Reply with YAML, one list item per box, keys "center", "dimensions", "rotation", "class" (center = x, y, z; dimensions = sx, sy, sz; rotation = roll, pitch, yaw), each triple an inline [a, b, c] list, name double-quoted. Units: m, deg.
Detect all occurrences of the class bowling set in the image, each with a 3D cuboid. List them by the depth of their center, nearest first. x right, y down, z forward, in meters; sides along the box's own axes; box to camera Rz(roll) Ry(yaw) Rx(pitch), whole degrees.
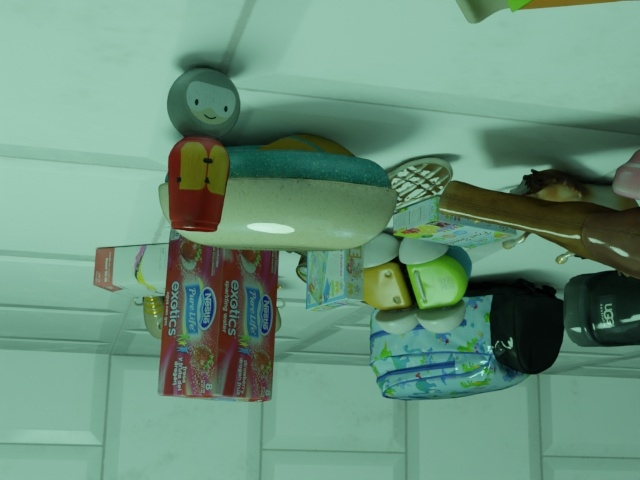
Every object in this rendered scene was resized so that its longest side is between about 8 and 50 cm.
- center: [-0.208, 0.165, 1.764]
  dimensions: [0.286, 0.200, 0.154]
  rotation: [-5, 130, 2]
  class: "bowling set"

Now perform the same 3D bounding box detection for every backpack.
- center: [0.260, 0.195, 1.862]
  dimensions: [0.355, 0.274, 0.290]
  rotation: [7, 178, 32]
  class: "backpack"

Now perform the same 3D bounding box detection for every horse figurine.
- center: [0.323, -0.028, 1.215]
  dimensions: [0.263, 0.066, 0.174]
  rotation: [16, 149, -21]
  class: "horse figurine"

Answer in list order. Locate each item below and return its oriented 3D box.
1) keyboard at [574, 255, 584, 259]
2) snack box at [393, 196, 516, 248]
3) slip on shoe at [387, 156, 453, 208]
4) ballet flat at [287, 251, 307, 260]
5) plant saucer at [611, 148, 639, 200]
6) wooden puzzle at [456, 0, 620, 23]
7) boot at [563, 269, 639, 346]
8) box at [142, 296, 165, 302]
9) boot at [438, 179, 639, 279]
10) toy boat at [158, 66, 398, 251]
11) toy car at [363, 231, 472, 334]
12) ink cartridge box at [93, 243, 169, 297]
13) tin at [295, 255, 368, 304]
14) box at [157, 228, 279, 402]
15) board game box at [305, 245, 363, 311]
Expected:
- center: [0.463, 0.015, 1.472]
  dimensions: [0.100, 0.038, 0.192]
  rotation: [8, 164, -25]
  class: "keyboard"
- center: [0.186, -0.023, 1.331]
  dimensions: [0.141, 0.037, 0.100]
  rotation: [9, 165, -31]
  class: "snack box"
- center: [0.105, -0.068, 1.154]
  dimensions: [0.051, 0.041, 0.135]
  rotation: [47, 133, -13]
  class: "slip on shoe"
- center: [0.000, 0.000, 1.387]
  dimensions: [0.058, 0.084, 0.250]
  rotation: [-29, 153, 16]
  class: "ballet flat"
- center: [0.456, -0.050, 0.925]
  dimensions: [0.332, 0.084, 0.332]
  rotation: [11, -174, -1]
  class: "plant saucer"
- center: [0.185, -0.198, 0.598]
  dimensions: [0.238, 0.044, 0.221]
  rotation: [-5, 165, 22]
  class: "wooden puzzle"
- center: [0.620, 0.079, 1.319]
  dimensions: [0.445, 0.146, 0.367]
  rotation: [-8, -177, 44]
  class: "boot"
- center: [-0.225, 0.119, 1.932]
  dimensions: [0.233, 0.044, 0.159]
  rotation: [0, 166, 3]
  class: "box"
- center: [0.295, 0.000, 1.077]
  dimensions: [0.280, 0.096, 0.264]
  rotation: [11, -175, 28]
  class: "boot"
- center: [-0.064, -0.070, 0.990]
  dimensions: [0.267, 0.148, 0.318]
  rotation: [1, 175, 20]
  class: "toy boat"
- center: [0.151, 0.050, 1.467]
  dimensions: [0.182, 0.159, 0.136]
  rotation: [-6, -159, 37]
  class: "toy car"
- center: [-0.264, 0.052, 1.608]
  dimensions: [0.198, 0.067, 0.115]
  rotation: [-4, 165, 19]
  class: "ink cartridge box"
- center: [0.053, 0.063, 1.591]
  dimensions: [0.189, 0.040, 0.106]
  rotation: [17, 150, 0]
  class: "tin"
- center: [-0.149, 0.108, 1.433]
  dimensions: [0.122, 0.257, 0.128]
  rotation: [-7, 164, 37]
  class: "box"
- center: [0.018, 0.007, 1.223]
  dimensions: [0.026, 0.154, 0.103]
  rotation: [9, 165, -28]
  class: "board game box"
